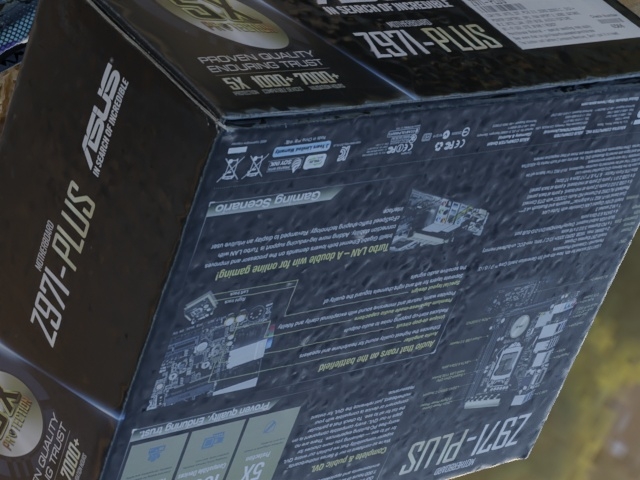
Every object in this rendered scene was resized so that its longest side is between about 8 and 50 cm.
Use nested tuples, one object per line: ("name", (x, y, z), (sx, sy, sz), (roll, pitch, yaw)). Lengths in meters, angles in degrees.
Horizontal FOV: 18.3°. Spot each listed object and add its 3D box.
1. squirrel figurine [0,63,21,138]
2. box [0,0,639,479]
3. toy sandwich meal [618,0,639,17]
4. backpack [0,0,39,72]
("squirrel figurine", (-0.189, -0.072, 1.417), (0.397, 0.371, 0.281), (5, 156, -42))
("box", (0.000, 0.000, 0.551), (0.180, 0.077, 0.147), (-10, 132, -40))
("toy sandwich meal", (0.120, -0.068, 0.695), (0.086, 0.085, 0.029), (105, -11, -49))
("backpack", (-0.210, -0.182, 1.120), (0.253, 0.225, 0.191), (-30, 115, -44))
